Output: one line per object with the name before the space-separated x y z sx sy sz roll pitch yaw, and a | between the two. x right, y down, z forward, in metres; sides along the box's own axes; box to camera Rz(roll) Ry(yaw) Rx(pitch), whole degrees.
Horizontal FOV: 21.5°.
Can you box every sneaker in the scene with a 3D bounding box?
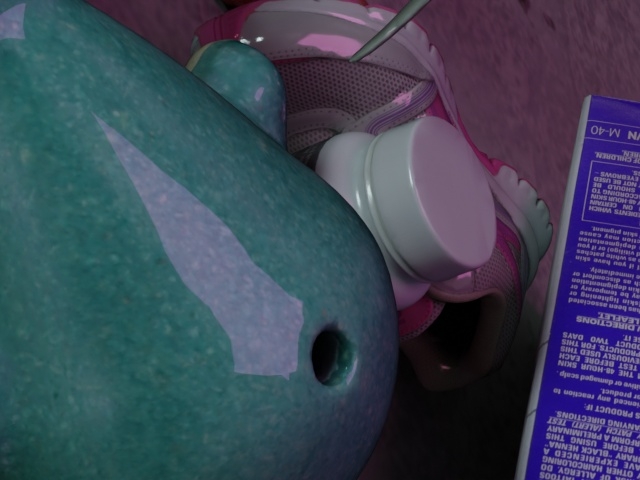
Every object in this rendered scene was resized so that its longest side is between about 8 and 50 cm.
sneaker | 0.031 -0.016 0.799 0.252 0.103 0.111 41 41 -37

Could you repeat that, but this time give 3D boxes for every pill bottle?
pill bottle | 0.000 0.000 0.710 0.078 0.137 0.078 32 48 -44

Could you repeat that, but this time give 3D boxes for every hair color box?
hair color box | 0.150 0.106 0.829 0.185 0.110 0.338 91 13 -45

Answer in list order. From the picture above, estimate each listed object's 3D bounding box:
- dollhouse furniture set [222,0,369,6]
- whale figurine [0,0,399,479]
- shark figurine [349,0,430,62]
dollhouse furniture set | -0.053 -0.199 0.727 0.374 0.152 0.201 14 61 -53
whale figurine | -0.066 -0.004 0.566 0.216 0.141 0.272 -46 125 -37
shark figurine | 0.028 -0.221 0.670 0.166 0.116 0.278 -19 86 -40
